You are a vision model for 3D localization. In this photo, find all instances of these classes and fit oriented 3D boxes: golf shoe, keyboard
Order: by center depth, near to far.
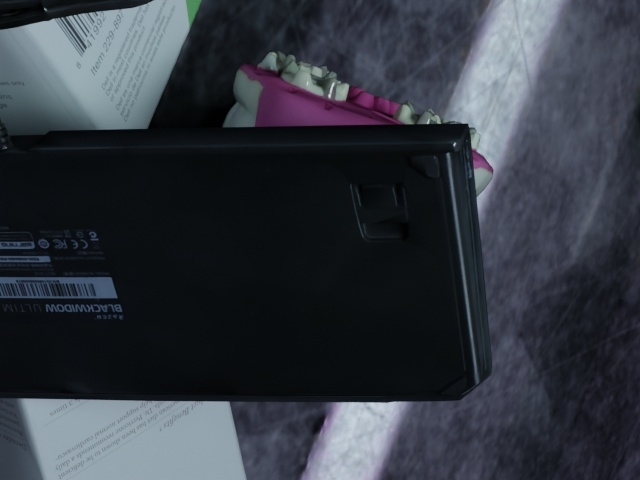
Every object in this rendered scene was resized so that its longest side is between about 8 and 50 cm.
[{"bbox_3d":[-0.104,-0.022,0.554,0.033,0.317,0.202,-75,160,-50],"label":"keyboard"},{"bbox_3d":[0.000,0.000,0.700,0.306,0.115,0.140,47,66,-88],"label":"golf shoe"}]

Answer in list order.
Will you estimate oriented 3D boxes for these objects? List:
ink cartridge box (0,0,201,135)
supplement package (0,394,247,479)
[{"bbox_3d":[-0.126,-0.149,0.583,0.212,0.093,0.154,60,42,-50],"label":"ink cartridge box"},{"bbox_3d":[-0.110,0.088,0.719,0.105,0.105,0.179,-32,124,-37],"label":"supplement package"}]
